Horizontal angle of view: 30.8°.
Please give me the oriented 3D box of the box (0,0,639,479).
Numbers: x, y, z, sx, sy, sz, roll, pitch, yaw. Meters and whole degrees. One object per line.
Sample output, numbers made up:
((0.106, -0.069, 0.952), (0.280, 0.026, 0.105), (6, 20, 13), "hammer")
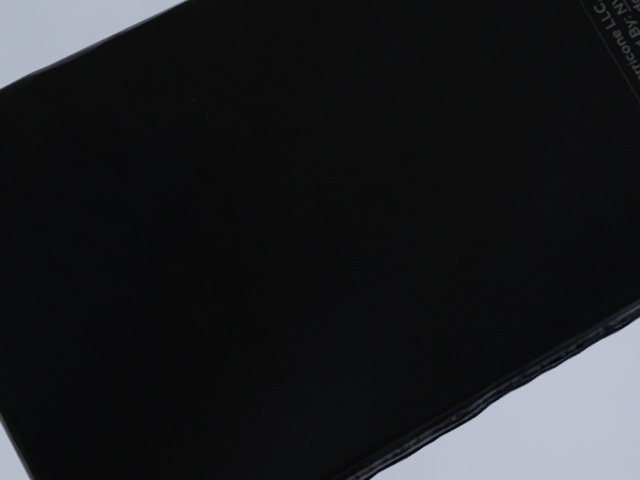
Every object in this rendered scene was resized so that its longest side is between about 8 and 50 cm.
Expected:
((0.000, 0.000, 0.520), (0.294, 0.296, 0.182), (-29, -95, -12), "box")
